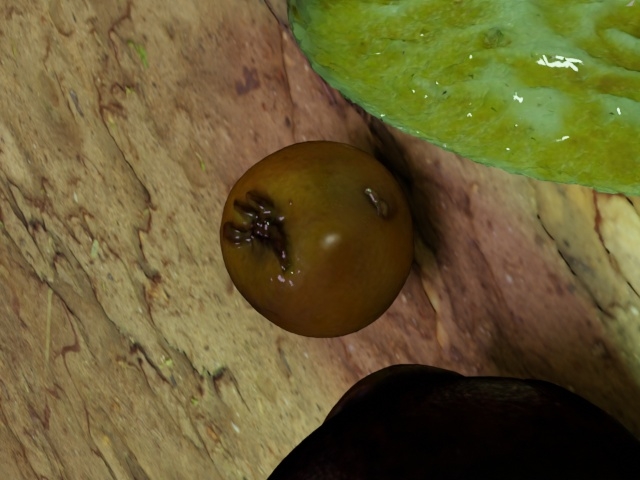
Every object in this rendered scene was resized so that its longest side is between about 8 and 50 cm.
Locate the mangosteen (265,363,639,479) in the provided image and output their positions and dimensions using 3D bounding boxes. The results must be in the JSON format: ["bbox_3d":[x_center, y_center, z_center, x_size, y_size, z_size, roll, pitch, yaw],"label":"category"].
[{"bbox_3d":[0.081,0.220,0.933,0.347,0.307,0.307,-112,5,-71],"label":"mangosteen"}]

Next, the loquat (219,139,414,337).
[{"bbox_3d":[0.000,0.000,1.027,0.141,0.141,0.141,41,145,37],"label":"loquat"}]

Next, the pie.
[{"bbox_3d":[0.138,-0.098,0.585,0.323,0.323,0.070,131,144,-61],"label":"pie"}]
